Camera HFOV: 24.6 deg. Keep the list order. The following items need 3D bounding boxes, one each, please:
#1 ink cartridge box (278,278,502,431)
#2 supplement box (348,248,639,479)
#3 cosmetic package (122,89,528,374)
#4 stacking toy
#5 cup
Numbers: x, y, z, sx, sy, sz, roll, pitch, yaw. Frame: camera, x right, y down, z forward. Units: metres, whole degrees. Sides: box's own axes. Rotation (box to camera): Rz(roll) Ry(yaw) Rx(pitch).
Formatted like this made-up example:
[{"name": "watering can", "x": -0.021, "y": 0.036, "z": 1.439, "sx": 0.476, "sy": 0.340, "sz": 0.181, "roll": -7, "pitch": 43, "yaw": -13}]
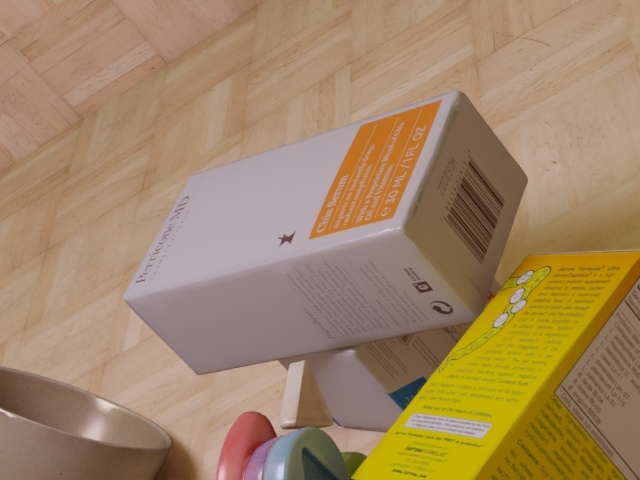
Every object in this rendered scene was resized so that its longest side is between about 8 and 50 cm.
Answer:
[{"name": "ink cartridge box", "x": 0.087, "y": 0.101, "z": 1.867, "sx": 0.168, "sy": 0.171, "sz": 0.233, "roll": -2, "pitch": 46, "yaw": 49}, {"name": "supplement box", "x": 0.224, "y": 0.200, "z": 1.491, "sx": 0.356, "sy": 0.194, "sz": 0.195, "roll": -48, "pitch": 21, "yaw": -22}, {"name": "cosmetic package", "x": 0.000, "y": 0.000, "z": 1.765, "sx": 0.453, "sy": 0.161, "sz": 0.230, "roll": -15, "pitch": 38, "yaw": 40}, {"name": "stacking toy", "x": 0.034, "y": 0.289, "z": 1.577, "sx": 0.130, "sy": 0.309, "sz": 0.279, "roll": -14, "pitch": 28, "yaw": 28}, {"name": "cup", "x": -0.401, "y": 0.337, "z": 2.045, "sx": 0.331, "sy": 0.331, "sz": 0.237, "roll": 25, "pitch": 95, "yaw": 59}]
